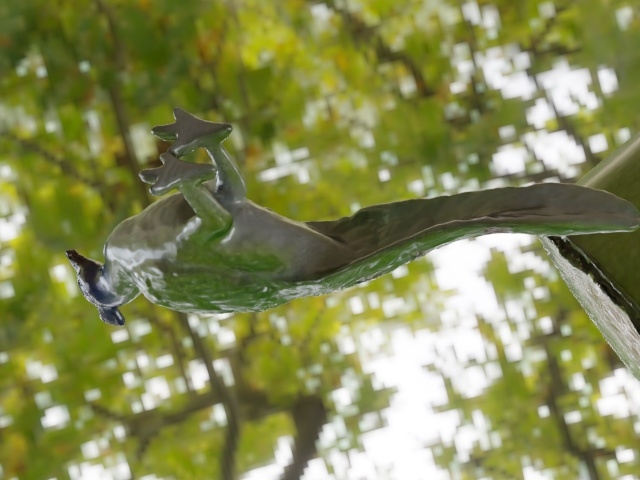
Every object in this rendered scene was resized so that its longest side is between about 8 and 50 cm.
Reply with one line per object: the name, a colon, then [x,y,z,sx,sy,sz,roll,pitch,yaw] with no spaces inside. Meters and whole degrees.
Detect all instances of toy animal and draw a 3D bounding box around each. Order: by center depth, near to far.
toy animal: [-0.010,-0.011,0.624,0.217,0.075,0.041,-12,-138,35]

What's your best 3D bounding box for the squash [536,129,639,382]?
squash: [0.329,-0.029,1.020,0.384,0.263,0.263,-39,-173,5]
